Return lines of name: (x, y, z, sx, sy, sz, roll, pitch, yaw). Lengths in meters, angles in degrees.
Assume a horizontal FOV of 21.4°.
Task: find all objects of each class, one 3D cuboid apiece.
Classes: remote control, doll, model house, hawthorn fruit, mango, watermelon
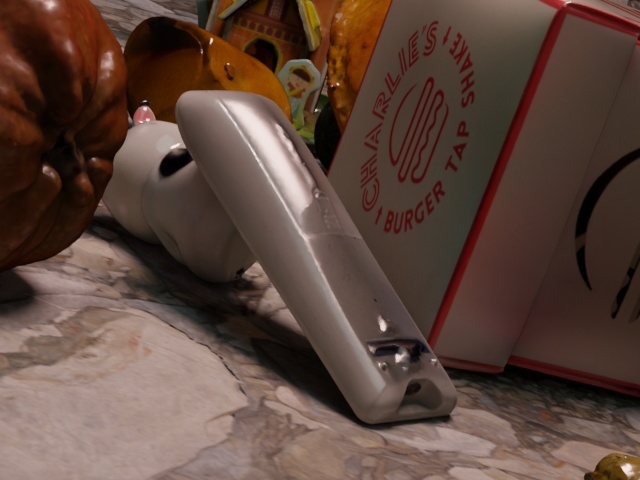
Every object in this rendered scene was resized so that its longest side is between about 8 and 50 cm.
remote control: (0.000, 0.000, 1.290, 0.109, 0.055, 0.313, 1, 48, -50)
doll: (-0.109, -0.037, 1.422, 0.180, 0.107, 0.110, 23, 55, 41)
model house: (-0.100, -0.327, 2.058, 0.340, 0.324, 0.300, 18, 14, -1)
hawthorn fruit: (-0.270, -0.096, 1.196, 0.261, 0.258, 0.258, 6, 14, 2)
mango: (-0.123, -0.138, 1.734, 0.166, 0.136, 0.236, 25, 3, -39)
watermelon: (0.054, -0.118, 1.905, 0.133, 0.105, 0.105, -12, 31, -40)

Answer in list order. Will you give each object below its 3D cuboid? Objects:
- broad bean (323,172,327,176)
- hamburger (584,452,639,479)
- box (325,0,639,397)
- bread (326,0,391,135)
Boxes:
broad bean: (-0.032, -0.086, 1.833, 0.069, 0.039, 0.227, 4, 21, -27)
hamburger: (0.209, 0.195, 0.946, 0.159, 0.131, 0.185, 19, 5, 37)
box: (0.212, -0.064, 1.514, 0.300, 0.314, 0.312, 14, 15, -24)
bread: (0.146, -0.149, 1.805, 0.312, 0.172, 0.312, 29, 47, -36)
